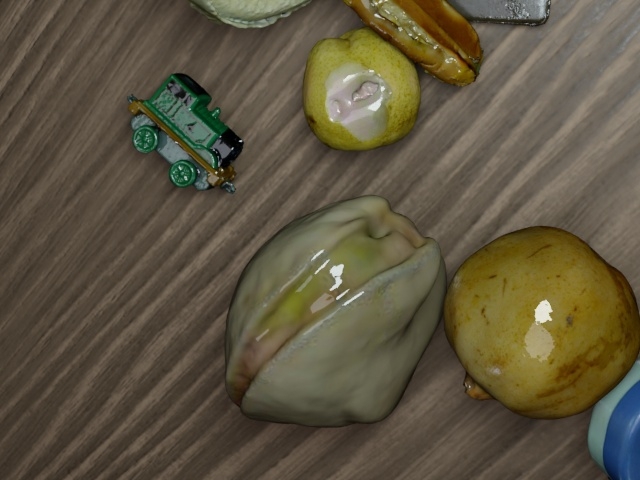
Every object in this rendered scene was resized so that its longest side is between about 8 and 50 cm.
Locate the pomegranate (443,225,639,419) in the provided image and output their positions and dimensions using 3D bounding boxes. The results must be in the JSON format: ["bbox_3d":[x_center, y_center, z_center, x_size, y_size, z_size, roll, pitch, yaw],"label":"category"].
[{"bbox_3d":[0.290,0.114,1.204,0.264,0.264,0.264,6,108,18],"label":"pomegranate"}]

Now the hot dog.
[{"bbox_3d":[0.114,-0.299,1.171,0.269,0.115,0.072,40,130,-17],"label":"hot dog"}]

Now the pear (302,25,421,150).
[{"bbox_3d":[0.055,-0.212,1.237,0.178,0.178,0.178,6,108,18],"label":"pear"}]

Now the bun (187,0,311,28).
[{"bbox_3d":[-0.084,-0.457,1.118,0.202,0.364,0.364,40,116,23],"label":"bun"}]

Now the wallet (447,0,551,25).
[{"bbox_3d":[0.214,-0.351,1.212,0.198,0.031,0.110,8,110,18],"label":"wallet"}]

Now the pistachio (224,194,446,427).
[{"bbox_3d":[0.023,0.112,1.255,0.281,0.365,0.445,48,155,17],"label":"pistachio"}]

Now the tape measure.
[{"bbox_3d":[0.486,0.195,1.203,0.215,0.098,0.352,-3,108,-21],"label":"tape measure"}]

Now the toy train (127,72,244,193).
[{"bbox_3d":[-0.205,-0.169,1.392,0.227,0.091,0.136,41,105,4],"label":"toy train"}]
